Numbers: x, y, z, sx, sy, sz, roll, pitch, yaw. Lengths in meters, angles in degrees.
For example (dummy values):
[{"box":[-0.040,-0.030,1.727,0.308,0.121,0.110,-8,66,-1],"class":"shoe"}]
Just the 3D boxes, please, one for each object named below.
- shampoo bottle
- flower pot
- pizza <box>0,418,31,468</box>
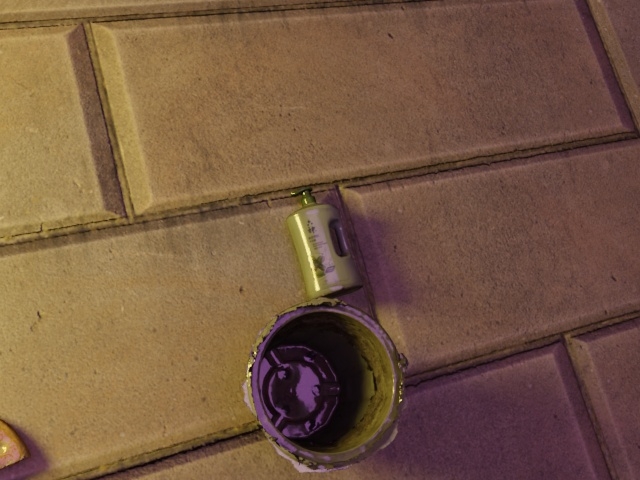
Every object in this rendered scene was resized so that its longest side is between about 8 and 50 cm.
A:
[{"box":[0.000,0.000,1.460,0.118,0.087,0.234,-13,78,-19],"class":"shampoo bottle"},{"box":[-0.022,0.263,1.278,0.290,0.259,0.290,5,73,-17],"class":"flower pot"},{"box":[-0.575,0.350,1.181,0.178,0.041,0.131,18,66,-13],"class":"pizza"}]
